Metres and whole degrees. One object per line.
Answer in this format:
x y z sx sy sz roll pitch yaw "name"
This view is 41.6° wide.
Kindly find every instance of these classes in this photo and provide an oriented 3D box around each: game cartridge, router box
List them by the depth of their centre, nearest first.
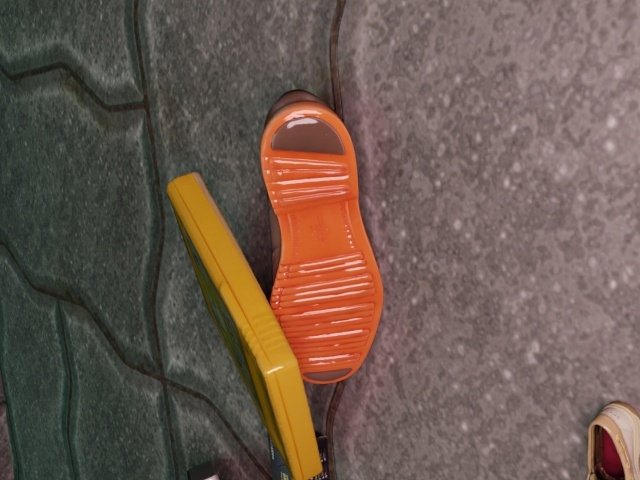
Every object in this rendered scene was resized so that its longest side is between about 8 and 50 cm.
-0.093 0.115 1.046 0.285 0.053 0.323 81 164 -48 "game cartridge"
-0.029 0.317 1.166 0.092 0.038 0.122 11 110 52 "router box"

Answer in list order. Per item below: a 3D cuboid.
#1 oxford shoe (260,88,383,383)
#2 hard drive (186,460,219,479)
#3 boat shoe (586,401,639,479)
0.000 0.000 0.988 0.132 0.130 0.363 -102 8 -63 "oxford shoe"
-0.124 0.520 1.276 0.233 0.047 0.353 136 115 -76 "hard drive"
0.256 0.212 0.742 0.050 0.045 0.135 1 102 53 "boat shoe"
